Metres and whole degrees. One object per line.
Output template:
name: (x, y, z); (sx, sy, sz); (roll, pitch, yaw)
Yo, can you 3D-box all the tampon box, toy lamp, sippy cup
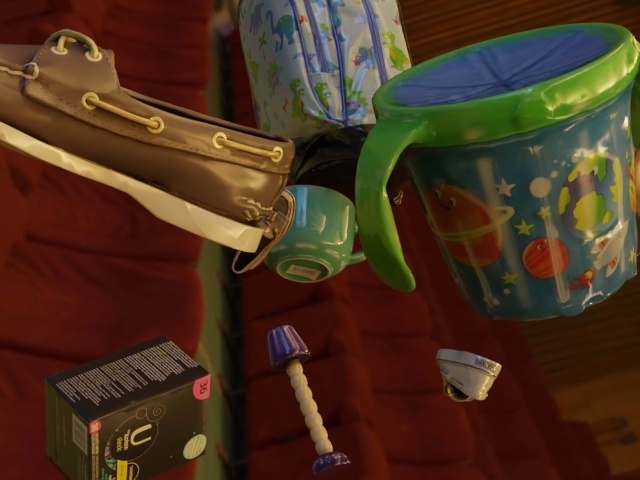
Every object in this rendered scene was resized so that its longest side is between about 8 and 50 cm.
tampon box: (-0.220, 0.203, 1.208); (0.101, 0.161, 0.120); (33, -52, 40)
toy lamp: (-0.029, 0.280, 1.859); (0.080, 0.080, 0.274); (67, 3, -67)
sippy cup: (0.186, -0.056, 0.957); (0.240, 0.305, 0.224); (-83, 157, -68)

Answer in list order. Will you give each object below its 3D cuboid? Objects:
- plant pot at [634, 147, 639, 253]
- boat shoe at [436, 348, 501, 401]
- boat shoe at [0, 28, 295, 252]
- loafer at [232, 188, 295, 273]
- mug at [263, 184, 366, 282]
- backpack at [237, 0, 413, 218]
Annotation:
plant pot: (0.539, -0.102, 1.855); (0.280, 0.323, 0.323); (0, -72, 70)
boat shoe: (0.271, 0.262, 1.988); (0.267, 0.096, 0.088); (159, -47, -78)
boat shoe: (-0.169, -0.094, 0.769); (0.324, 0.096, 0.116); (25, 4, -23)
loafer: (-0.071, -0.007, 1.291); (0.045, 0.125, 0.039); (35, 29, 3)
mug: (-0.008, -0.003, 1.418); (0.129, 0.158, 0.097); (46, 43, -51)
backpack: (0.015, -0.240, 1.492); (0.290, 0.273, 0.355); (138, -41, -70)
